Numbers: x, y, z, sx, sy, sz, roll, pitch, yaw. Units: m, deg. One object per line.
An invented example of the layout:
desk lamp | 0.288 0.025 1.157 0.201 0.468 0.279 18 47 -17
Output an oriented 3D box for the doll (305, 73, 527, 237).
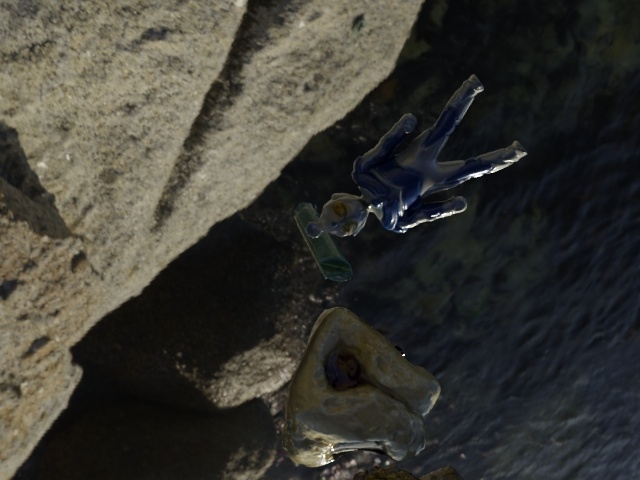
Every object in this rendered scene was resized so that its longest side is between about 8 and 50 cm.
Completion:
doll | 0.084 -0.056 0.668 0.227 0.057 0.114 -33 105 18

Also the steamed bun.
steamed bun | 0.050 0.177 0.755 0.141 0.155 0.172 89 19 -59

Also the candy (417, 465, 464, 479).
candy | 0.177 0.405 1.043 0.095 0.110 0.085 -39 93 -39

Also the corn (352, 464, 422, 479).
corn | 0.155 0.398 0.835 0.119 0.321 0.119 -21 126 -33

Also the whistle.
whistle | 0.000 0.000 0.890 0.039 0.186 0.039 -6 117 -12
